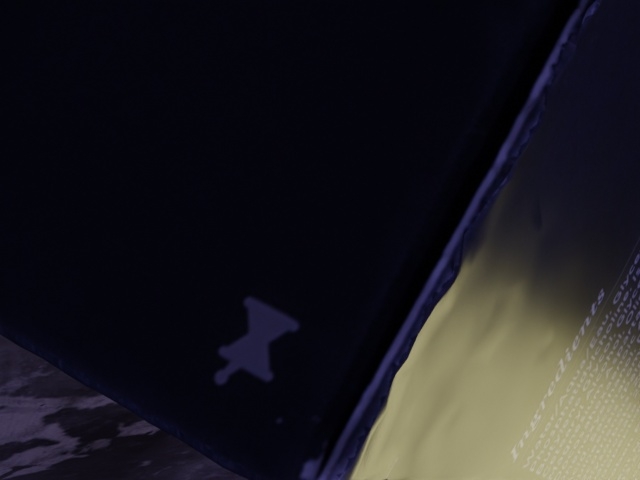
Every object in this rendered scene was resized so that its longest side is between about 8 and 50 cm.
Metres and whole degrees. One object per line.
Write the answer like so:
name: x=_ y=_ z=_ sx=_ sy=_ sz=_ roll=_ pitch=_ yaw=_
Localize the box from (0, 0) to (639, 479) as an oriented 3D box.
box: x=-0.044 y=-0.078 z=0.710 sx=0.297 sy=0.480 sz=0.472 roll=-63 pitch=154 yaw=-2
